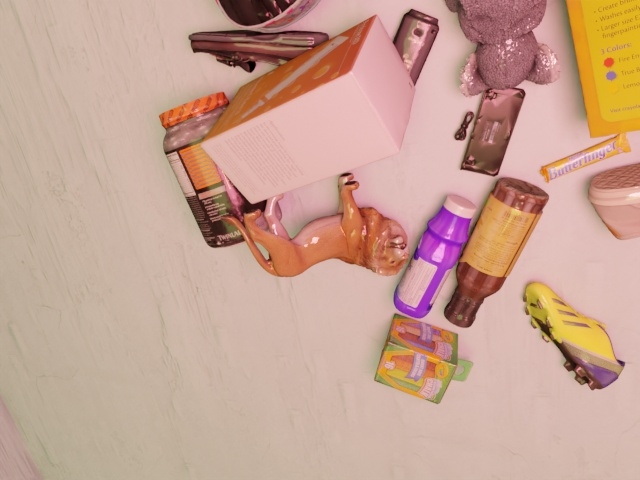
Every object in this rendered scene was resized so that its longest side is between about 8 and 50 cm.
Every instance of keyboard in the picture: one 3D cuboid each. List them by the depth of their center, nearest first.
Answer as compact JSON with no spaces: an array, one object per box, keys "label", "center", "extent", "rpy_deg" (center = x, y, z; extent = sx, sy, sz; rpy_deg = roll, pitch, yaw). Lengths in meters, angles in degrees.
[{"label":"keyboard","center":[0.333,-0.225,0.961],"extent":[0.108,0.023,0.180],"rpy_deg":[13,116,5]}]

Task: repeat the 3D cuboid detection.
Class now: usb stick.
[{"label":"usb stick","center":[0.153,-0.317,0.963],"extent":[0.077,0.045,0.277],"rpy_deg":[25,118,6]}]

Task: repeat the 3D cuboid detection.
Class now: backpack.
[{"label":"backpack","center":[-0.107,-0.523,0.870],"extent":[0.225,0.191,0.253],"rpy_deg":[-21,96,25]}]

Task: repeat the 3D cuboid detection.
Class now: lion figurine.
[{"label":"lion figurine","center":[0.000,0.000,1.039],"extent":[0.393,0.142,0.240],"rpy_deg":[-13,113,-7]}]

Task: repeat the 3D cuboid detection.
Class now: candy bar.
[{"label":"candy bar","center":[0.518,-0.159,0.933],"extent":[0.162,0.018,0.040],"rpy_deg":[-23,104,24]}]

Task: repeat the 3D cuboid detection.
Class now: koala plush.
[{"label":"koala plush","center":[0.317,-0.363,0.823],"extent":[0.197,0.203,0.221],"rpy_deg":[-3,124,19]}]

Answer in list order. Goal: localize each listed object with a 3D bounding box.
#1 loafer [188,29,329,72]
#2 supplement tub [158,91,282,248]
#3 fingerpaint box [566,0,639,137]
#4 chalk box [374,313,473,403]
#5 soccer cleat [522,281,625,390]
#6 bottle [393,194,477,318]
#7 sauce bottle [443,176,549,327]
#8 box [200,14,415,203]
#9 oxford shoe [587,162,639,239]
[{"label":"loafer","center":[-0.132,-0.388,0.992],"extent":[0.303,0.109,0.095],"rpy_deg":[6,119,12]},{"label":"supplement tub","center":[-0.226,-0.157,1.071],"extent":[0.194,0.193,0.315],"rpy_deg":[-13,108,22]},{"label":"fingerpaint box","center":[0.596,-0.369,0.634],"extent":[0.445,0.163,0.370],"rpy_deg":[-1,116,50]},{"label":"chalk box","center":[0.257,0.293,1.151],"extent":[0.213,0.132,0.132],"rpy_deg":[18,117,10]},{"label":"soccer cleat","center":[0.563,0.197,1.053],"extent":[0.121,0.093,0.289],"rpy_deg":[-37,94,-3]},{"label":"bottle","center":[0.251,0.037,1.047],"extent":[0.092,0.118,0.282],"rpy_deg":[24,119,7]},{"label":"sauce bottle","center":[0.359,0.037,1.016],"extent":[0.112,0.111,0.344],"rpy_deg":[22,117,7]},{"label":"box","center":[-0.021,-0.236,0.903],"extent":[0.346,0.214,0.168],"rpy_deg":[-14,129,34]},{"label":"oxford shoe","center":[0.723,-0.085,0.822],"extent":[0.450,0.169,0.129],"rpy_deg":[-9,113,26]}]
